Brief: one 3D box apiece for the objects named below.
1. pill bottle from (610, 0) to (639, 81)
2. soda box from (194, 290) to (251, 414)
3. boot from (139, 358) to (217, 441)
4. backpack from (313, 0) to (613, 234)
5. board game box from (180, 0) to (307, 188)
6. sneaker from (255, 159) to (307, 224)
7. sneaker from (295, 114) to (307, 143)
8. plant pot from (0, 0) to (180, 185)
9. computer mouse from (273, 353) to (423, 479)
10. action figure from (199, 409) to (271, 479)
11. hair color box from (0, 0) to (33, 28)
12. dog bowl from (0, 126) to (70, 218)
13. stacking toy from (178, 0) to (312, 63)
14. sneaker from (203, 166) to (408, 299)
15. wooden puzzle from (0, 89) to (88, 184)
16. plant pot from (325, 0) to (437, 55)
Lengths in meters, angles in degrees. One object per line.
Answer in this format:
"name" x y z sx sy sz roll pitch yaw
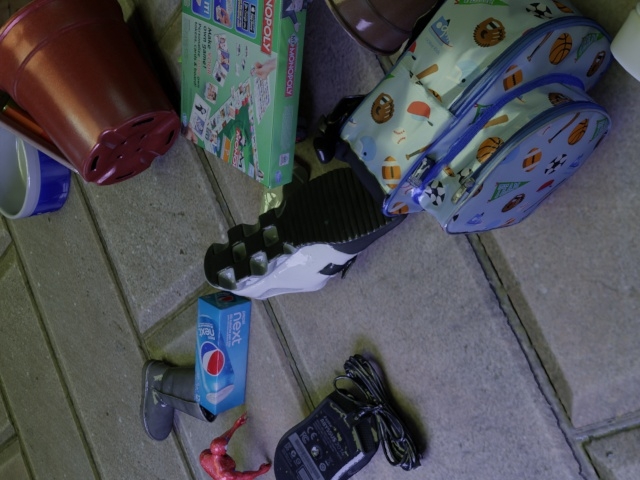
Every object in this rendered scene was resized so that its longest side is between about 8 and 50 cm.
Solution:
"pill bottle" 0.379 -0.259 0.598 0.176 0.176 0.319 48 130 26
"soda box" -0.178 0.201 1.360 0.067 0.071 0.210 22 115 41
"boot" -0.274 0.330 1.503 0.208 0.076 0.190 4 105 38
"backpack" 0.174 -0.143 0.791 0.213 0.276 0.263 44 121 23
"board game box" -0.111 -0.255 1.017 0.213 0.046 0.318 32 129 36
"sneaker" -0.070 -0.068 1.203 0.061 0.053 0.152 50 125 37
"sneaker" -0.121 -0.220 1.177 0.261 0.104 0.125 22 113 40
"plant pot" -0.406 -0.262 1.364 0.265 0.272 0.272 52 132 12
"computer mouse" 0.034 0.317 1.181 0.272 0.072 0.189 -44 66 29
"action figure" -0.145 0.431 1.384 0.091 0.139 0.281 30 142 34
"hair color box" -0.639 -0.427 1.478 0.105 0.347 0.174 7 105 45
"dog bowl" -0.697 -0.188 1.774 0.264 0.104 0.265 14 110 44
"stacking toy" -0.122 -0.325 1.137 0.221 0.052 0.167 27 91 40
"sneaker" 0.000 0.000 1.114 0.330 0.146 0.123 -22 57 25
"wooden puzzle" -0.538 -0.230 1.480 0.044 0.238 0.221 -44 28 12
"plant pot" 0.107 -0.330 0.884 0.165 0.167 0.167 -24 82 37
